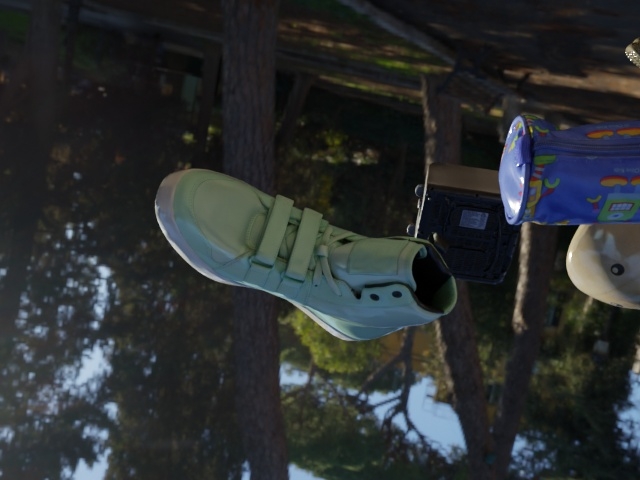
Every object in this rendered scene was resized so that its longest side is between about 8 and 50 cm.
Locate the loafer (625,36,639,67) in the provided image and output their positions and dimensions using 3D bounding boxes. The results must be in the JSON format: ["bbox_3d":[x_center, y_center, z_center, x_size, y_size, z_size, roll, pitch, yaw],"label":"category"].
[{"bbox_3d":[0.444,-0.206,0.953,0.148,0.050,0.056,33,-164,-16],"label":"loafer"}]

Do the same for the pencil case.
[{"bbox_3d":[0.345,-0.077,0.817,0.306,0.119,0.133,-1,154,6],"label":"pencil case"}]

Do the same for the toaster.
[{"bbox_3d":[0.240,-0.027,1.261,0.186,0.168,0.110,8,-148,1],"label":"toaster"}]

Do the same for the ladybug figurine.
[{"bbox_3d":[0.635,-0.026,1.303,0.449,0.305,0.162,-30,-135,-2],"label":"ladybug figurine"}]

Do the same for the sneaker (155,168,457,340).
[{"bbox_3d":[0.000,0.000,0.642,0.256,0.094,0.151,31,149,-30],"label":"sneaker"}]
